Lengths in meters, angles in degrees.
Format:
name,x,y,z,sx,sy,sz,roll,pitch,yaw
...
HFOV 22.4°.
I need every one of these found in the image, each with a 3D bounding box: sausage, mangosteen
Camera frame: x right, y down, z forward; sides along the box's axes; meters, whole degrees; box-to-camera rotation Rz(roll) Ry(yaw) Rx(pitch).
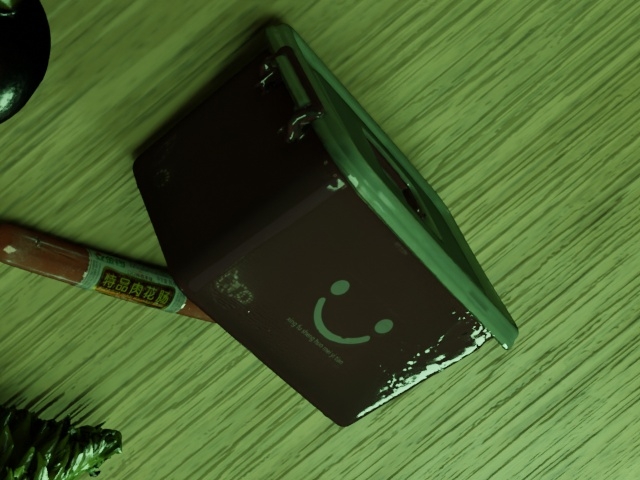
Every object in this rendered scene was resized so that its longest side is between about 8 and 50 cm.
name,x,y,z,sx,sy,sz,roll,pitch,yaw
sausage,-0.157,0.029,1.270,0.253,0.034,0.034,18,114,-37
mangosteen,-0.239,-0.142,1.027,0.137,0.137,0.151,-6,132,-24

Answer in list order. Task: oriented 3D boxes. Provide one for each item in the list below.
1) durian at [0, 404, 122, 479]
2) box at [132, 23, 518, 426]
name,x,y,z,sx,sy,sz,roll,pitch,yaw
durian,-0.333,0.226,1.249,0.394,0.163,0.198,-20,134,-22
box,0.000,0.000,1.235,0.167,0.193,0.294,-34,134,11
